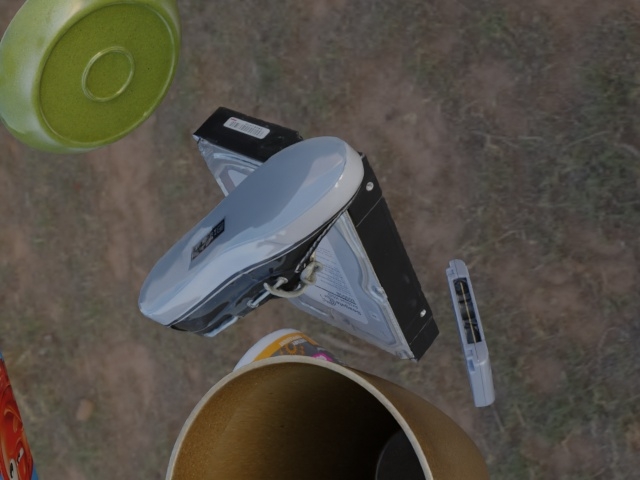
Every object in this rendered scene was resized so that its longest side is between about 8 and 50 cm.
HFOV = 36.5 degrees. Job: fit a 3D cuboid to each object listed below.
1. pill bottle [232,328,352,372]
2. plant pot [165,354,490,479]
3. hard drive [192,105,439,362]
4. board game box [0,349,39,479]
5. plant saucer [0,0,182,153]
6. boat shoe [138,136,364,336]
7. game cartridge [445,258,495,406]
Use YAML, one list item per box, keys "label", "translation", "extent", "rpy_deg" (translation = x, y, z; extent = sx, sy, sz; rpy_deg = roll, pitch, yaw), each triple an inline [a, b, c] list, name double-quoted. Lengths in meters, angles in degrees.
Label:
- label: "pill bottle"
  translation: [0.020, 0.245, 1.227]
  extent: [0.278, 0.162, 0.162]
  rpy_deg: [32, 119, 29]
- label: "plant pot"
  translation: [0.043, 0.214, 0.806]
  extent: [0.237, 0.254, 0.237]
  rpy_deg: [-4, 82, 31]
- label: "hard drive"
  translation: [0.000, 0.000, 1.190]
  extent: [0.237, 0.064, 0.339]
  rpy_deg: [23, 154, 37]
- label: "board game box"
  translation: [-0.241, 0.174, 0.502]
  extent: [0.308, 0.086, 0.302]
  rpy_deg: [-90, -3, -55]
- label: "plant saucer"
  translation: [-0.242, -0.191, 1.074]
  extent: [0.037, 0.241, 0.241]
  rpy_deg: [39, 123, 29]
- label: "boat shoe"
  translation: [-0.053, 0.012, 0.970]
  extent: [0.306, 0.105, 0.113]
  rpy_deg: [-39, 36, 29]
- label: "game cartridge"
  translation: [0.095, 0.060, 0.615]
  extent: [0.056, 0.017, 0.083]
  rpy_deg: [77, -175, -48]
